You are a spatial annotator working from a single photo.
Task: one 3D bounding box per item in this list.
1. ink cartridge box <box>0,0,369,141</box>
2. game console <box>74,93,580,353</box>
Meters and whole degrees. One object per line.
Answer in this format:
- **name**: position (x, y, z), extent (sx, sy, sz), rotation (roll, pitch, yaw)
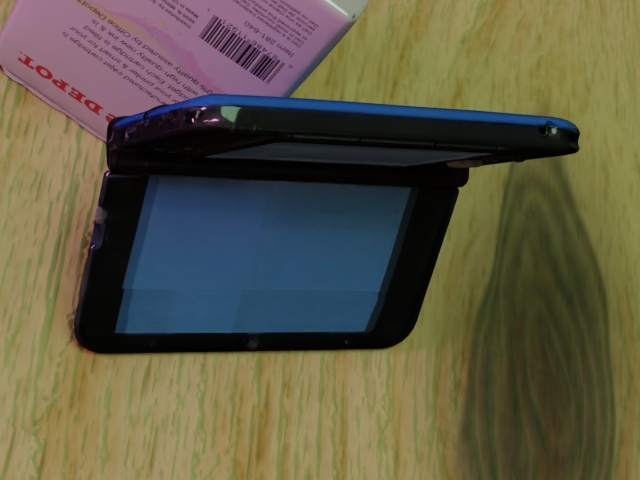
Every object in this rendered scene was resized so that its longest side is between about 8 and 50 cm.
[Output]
- **ink cartridge box**: position (-0.098, -0.181, 1.020), extent (0.201, 0.278, 0.117), rotation (35, 54, -10)
- **game console**: position (0.000, 0.000, 0.981), extent (0.293, 0.250, 0.173), rotation (0, 89, -27)
